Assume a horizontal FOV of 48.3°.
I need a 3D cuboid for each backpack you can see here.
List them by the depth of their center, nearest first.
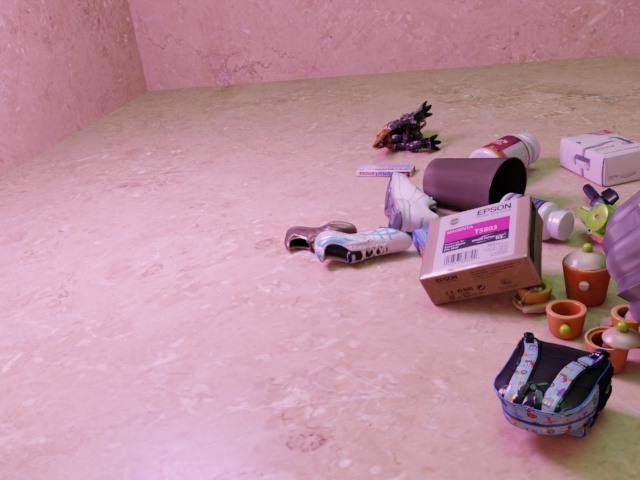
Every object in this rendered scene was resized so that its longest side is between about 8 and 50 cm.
[{"bbox_3d":[0.353,0.238,1.105,0.158,0.116,0.173,11,29,34],"label":"backpack"}]

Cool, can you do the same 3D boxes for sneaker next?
[{"bbox_3d":[0.104,0.019,1.722,0.237,0.085,0.086,-4,51,0],"label":"sneaker"},{"bbox_3d":[0.000,0.000,1.818,0.189,0.066,0.071,-6,41,16],"label":"sneaker"},{"bbox_3d":[0.241,-0.095,1.918,0.129,0.111,0.297,5,30,-3],"label":"sneaker"}]

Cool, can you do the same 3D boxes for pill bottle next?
[{"bbox_3d":[0.520,-0.054,1.727,0.094,0.094,0.169,-25,29,-33],"label":"pill bottle"},{"bbox_3d":[0.543,-0.241,2.099,0.221,0.121,0.121,-27,31,-36],"label":"pill bottle"}]

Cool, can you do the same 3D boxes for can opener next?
[{"bbox_3d":[0.715,-0.104,1.835,0.073,0.059,0.186,-31,11,12],"label":"can opener"}]

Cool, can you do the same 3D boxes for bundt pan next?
[{"bbox_3d":[0.620,0.055,1.253,0.124,0.330,0.331,-38,-2,44],"label":"bundt pan"}]

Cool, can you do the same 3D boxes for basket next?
[{"bbox_3d":[0.402,-0.150,1.916,0.227,0.154,0.204,10,31,41],"label":"basket"}]

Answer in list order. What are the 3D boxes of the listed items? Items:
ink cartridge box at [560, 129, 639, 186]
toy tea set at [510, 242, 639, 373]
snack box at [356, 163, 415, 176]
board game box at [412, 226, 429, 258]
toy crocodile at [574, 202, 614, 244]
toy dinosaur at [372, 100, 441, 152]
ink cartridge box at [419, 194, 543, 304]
[{"bbox_3d":[0.817,-0.240,2.056,0.159,0.092,0.218,-12,27,-11],"label":"ink cartridge box"},{"bbox_3d":[0.506,0.108,1.337,0.200,0.124,0.336,-12,25,-10],"label":"toy tea set"},{"bbox_3d":[0.208,-0.223,2.276,0.178,0.022,0.064,3,25,22],"label":"snack box"},{"bbox_3d":[0.342,0.005,1.703,0.210,0.047,0.160,-10,24,-4],"label":"board game box"},{"bbox_3d":[0.683,-0.001,1.567,0.115,0.105,0.340,14,14,-25],"label":"toy crocodile"},{"bbox_3d":[0.285,-0.360,2.464,0.218,0.164,0.322,-5,38,41],"label":"toy dinosaur"},{"bbox_3d":[0.337,0.020,1.494,0.235,0.088,0.193,-16,37,29],"label":"ink cartridge box"}]
